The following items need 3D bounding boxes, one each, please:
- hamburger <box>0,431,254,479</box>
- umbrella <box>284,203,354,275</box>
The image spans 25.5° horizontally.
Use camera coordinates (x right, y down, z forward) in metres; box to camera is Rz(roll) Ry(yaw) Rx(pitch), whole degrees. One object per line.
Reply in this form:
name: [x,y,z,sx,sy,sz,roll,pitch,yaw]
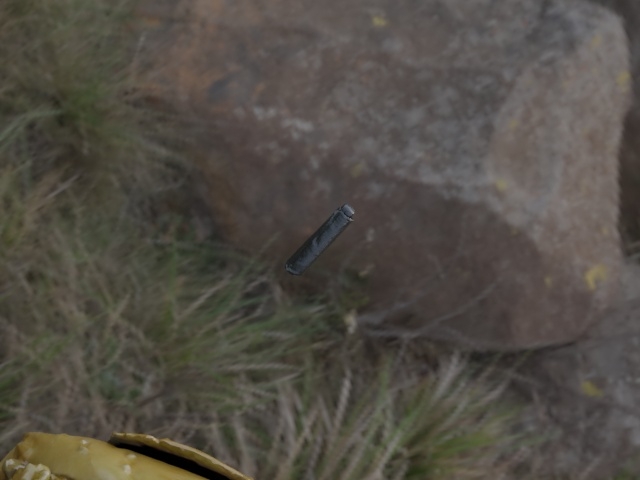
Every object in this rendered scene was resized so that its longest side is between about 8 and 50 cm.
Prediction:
hamburger: [-0.080,0.187,0.609,0.214,0.213,0.108,55,30,-11]
umbrella: [0.001,0.000,2.003,0.031,0.133,0.036,44,19,1]
